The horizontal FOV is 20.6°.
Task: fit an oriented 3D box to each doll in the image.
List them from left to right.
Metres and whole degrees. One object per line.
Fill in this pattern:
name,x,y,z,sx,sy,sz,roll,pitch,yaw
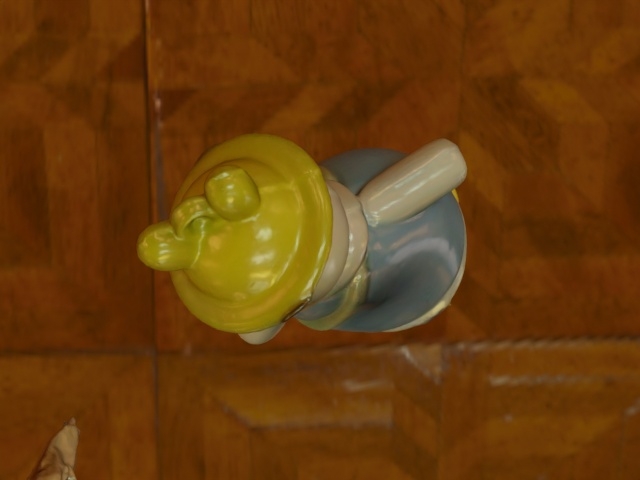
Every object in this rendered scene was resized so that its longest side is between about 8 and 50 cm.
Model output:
doll,0.000,-0.001,0.867,0.135,0.241,0.098,-5,84,29

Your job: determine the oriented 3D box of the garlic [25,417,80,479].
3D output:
garlic,-0.082,0.130,0.646,0.094,0.113,0.074,39,97,-14
